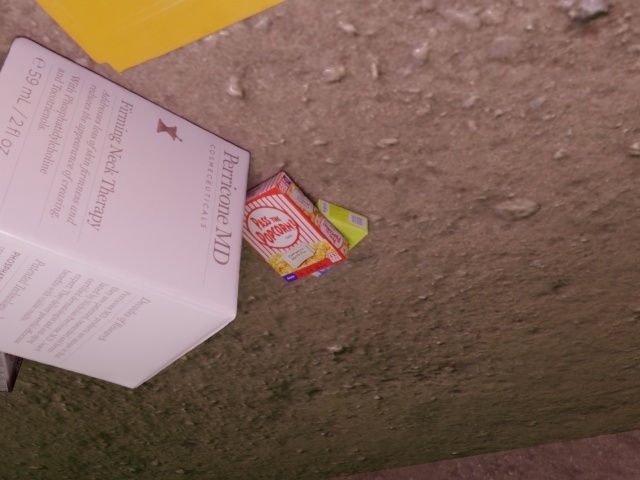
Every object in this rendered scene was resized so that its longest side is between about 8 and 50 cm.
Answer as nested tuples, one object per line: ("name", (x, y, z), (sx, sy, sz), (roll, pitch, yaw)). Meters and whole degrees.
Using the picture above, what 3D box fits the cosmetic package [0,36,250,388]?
("cosmetic package", (-0.366, -0.019, 1.028), (0.394, 0.329, 0.327), (25, 137, -30))

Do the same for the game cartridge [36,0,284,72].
("game cartridge", (-0.220, -0.360, 0.798), (0.324, 0.052, 0.285), (-14, 142, 23))

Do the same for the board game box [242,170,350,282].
("board game box", (-0.063, -0.019, 1.209), (0.147, 0.045, 0.193), (-25, 120, 37))

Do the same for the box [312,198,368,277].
("box", (0.000, 0.000, 1.285), (0.109, 0.042, 0.178), (20, 140, -23))

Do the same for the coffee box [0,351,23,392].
("coffee box", (-0.728, 0.199, 1.474), (0.119, 0.168, 0.297), (11, 144, -13))
